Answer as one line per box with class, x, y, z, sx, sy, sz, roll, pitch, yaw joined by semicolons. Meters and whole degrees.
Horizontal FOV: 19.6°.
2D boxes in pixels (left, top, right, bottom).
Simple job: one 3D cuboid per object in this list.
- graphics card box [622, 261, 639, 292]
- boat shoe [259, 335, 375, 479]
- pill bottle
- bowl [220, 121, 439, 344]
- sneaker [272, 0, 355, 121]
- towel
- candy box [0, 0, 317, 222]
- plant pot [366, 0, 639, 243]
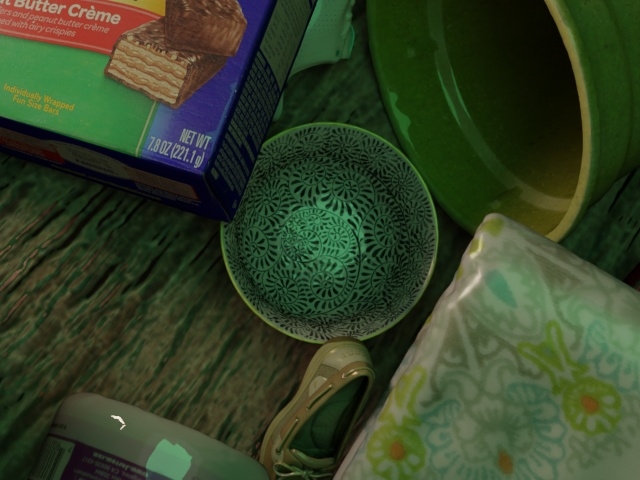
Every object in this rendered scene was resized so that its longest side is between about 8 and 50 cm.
graphics card box;0.328;0.210;1.460;0.371;0.094;0.233;43;76;-2
boat shoe;-0.002;0.145;1.387;0.056;0.048;0.153;18;114;-24
pill bottle;-0.161;0.273;1.306;0.169;0.169;0.302;24;78;-8
bowl;0.000;0.000;1.428;0.170;0.080;0.170;2;81;-12
sneaker;0.002;-0.188;1.469;0.094;0.080;0.212;43;82;-15
towel;0.170;0.215;1.346;0.320;0.090;0.374;29;102;0
candy box;-0.141;-0.209;1.374;0.268;0.122;0.317;17;76;11
plant pot;0.216;-0.159;1.424;0.254;0.276;0.276;-21;86;-26
